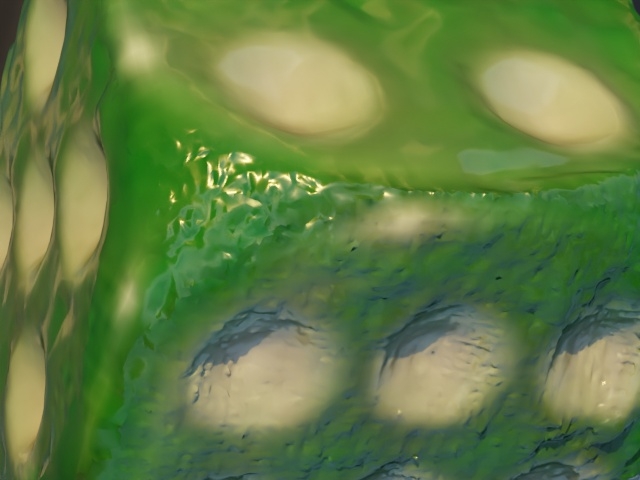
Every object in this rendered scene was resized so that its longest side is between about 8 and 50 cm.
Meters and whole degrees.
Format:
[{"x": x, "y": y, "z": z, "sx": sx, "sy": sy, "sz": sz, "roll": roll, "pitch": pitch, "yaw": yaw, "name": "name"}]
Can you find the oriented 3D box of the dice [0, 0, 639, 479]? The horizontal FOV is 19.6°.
[{"x": 0.000, "y": 0.000, "z": 0.914, "sx": 0.297, "sy": 0.300, "sz": 0.287, "roll": 3, "pitch": 132, "yaw": -20, "name": "dice"}]
